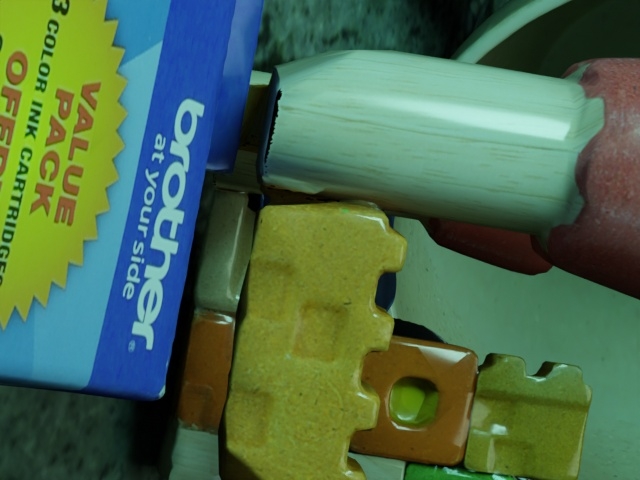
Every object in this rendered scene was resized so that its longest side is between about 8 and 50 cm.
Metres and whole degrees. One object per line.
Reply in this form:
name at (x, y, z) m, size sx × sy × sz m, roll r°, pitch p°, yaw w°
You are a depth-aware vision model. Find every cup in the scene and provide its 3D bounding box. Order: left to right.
cup at (0.203, -0.033, 1.129) m, size 0.237 × 0.331 × 0.331 m, roll -77°, pitch 165°, yaw -65°

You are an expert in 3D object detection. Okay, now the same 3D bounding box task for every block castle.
block castle at (0.040, 0.153, 0.778) m, size 0.303 × 0.213 × 0.453 m, roll -164°, pitch -97°, yaw -82°

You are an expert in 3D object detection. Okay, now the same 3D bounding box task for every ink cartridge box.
ink cartridge box at (-0.144, -0.101, 0.556) m, size 0.395 × 0.151 × 0.270 m, roll 16°, pitch 83°, yaw -65°

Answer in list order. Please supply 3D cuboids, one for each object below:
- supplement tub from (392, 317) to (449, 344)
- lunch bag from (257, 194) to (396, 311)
supplement tub at (0.031, 0.145, 1.021) m, size 0.106 × 0.106 × 0.198 m, roll -50°, pitch 140°, yaw -46°
lunch bag at (0.000, 0.000, 0.962) m, size 0.067 × 0.065 × 0.098 m, roll -52°, pitch 143°, yaw -70°
